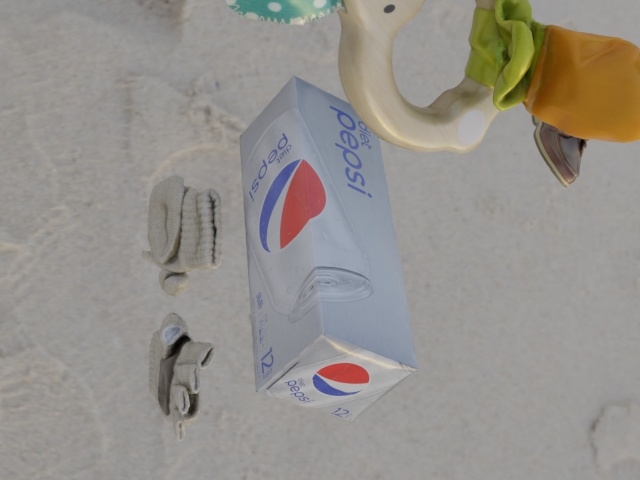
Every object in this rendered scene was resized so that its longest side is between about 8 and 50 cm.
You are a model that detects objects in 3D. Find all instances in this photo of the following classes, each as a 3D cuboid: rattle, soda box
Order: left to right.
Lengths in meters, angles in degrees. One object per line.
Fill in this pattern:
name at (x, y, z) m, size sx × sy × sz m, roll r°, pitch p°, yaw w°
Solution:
soda box at (0.000, 0.000, 0.939) m, size 0.098 × 0.091 × 0.286 m, roll 23°, pitch 42°, yaw -30°
rattle at (0.062, -0.106, 0.577) m, size 0.130 × 0.142 × 0.200 m, roll -47°, pitch 134°, yaw 12°

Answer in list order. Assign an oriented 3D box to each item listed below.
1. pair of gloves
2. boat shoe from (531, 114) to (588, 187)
pair of gloves at (-0.143, 0.058, 1.088) m, size 0.042 × 0.204 × 0.240 m, roll 2°, pitch 97°, yaw -21°
boat shoe at (0.317, -0.135, 1.466) m, size 0.064 × 0.060 × 0.178 m, roll 48°, pitch 25°, yaw -24°
